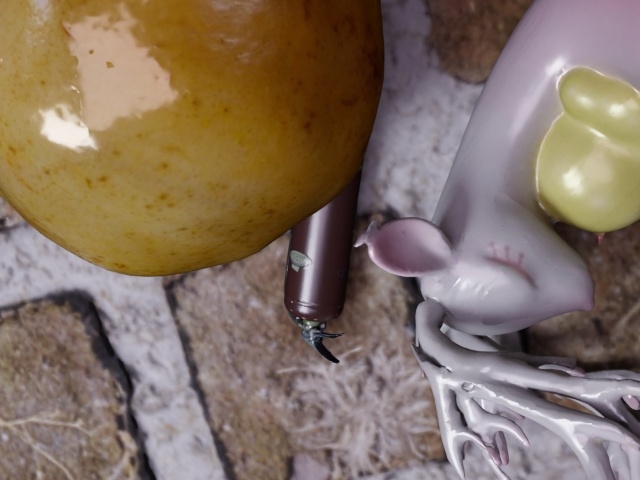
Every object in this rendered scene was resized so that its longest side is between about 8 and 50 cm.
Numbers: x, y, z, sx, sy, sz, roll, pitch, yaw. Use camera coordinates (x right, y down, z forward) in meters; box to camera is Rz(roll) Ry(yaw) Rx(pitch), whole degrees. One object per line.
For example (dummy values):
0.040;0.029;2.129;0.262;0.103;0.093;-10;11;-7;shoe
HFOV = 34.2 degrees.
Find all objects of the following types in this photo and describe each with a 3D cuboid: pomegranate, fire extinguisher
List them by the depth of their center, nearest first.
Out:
-0.095;-0.109;0.593;0.264;0.264;0.264;3;104;14;pomegranate
0.000;0.000;0.708;0.064;0.043;0.158;21;110;41;fire extinguisher

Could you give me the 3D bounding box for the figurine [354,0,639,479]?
0.162;0.020;0.593;0.284;0.206;0.316;44;115;13;figurine
